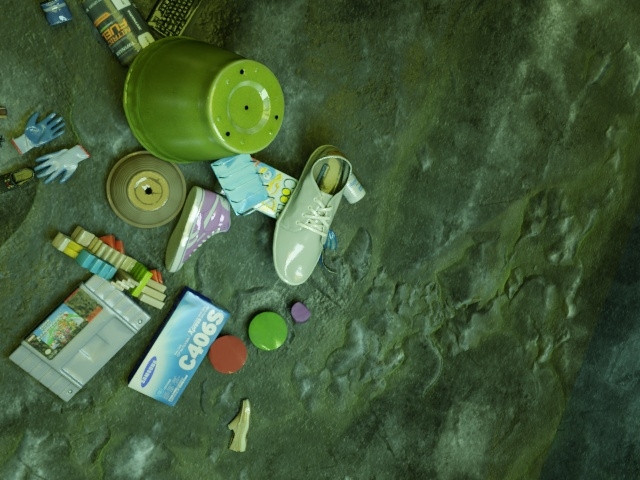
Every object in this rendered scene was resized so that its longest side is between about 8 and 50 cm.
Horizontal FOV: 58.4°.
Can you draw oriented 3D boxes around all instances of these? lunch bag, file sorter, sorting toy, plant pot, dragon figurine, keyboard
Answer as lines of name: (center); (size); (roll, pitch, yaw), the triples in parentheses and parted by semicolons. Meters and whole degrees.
lunch bag: (-0.727, -0.636, 1.569); (0.067, 0.098, 0.065); (-26, 124, -17)
file sorter: (-0.222, -0.172, 1.667); (0.118, 0.104, 0.171); (-30, 106, -15)
sorting toy: (-0.198, 0.327, 1.911); (0.365, 0.126, 0.127); (-29, 74, -18)
plant pot: (-0.292, -0.375, 1.571); (0.366, 0.352, 0.367); (-14, 112, -40)
dragon figurine: (0.000, 0.000, 1.908); (0.085, 0.144, 0.290); (-19, 104, -16)
plant pot: (-0.517, -0.150, 1.714); (0.237, 0.109, 0.238); (-4, 100, -20)
keyboard: (-0.424, -0.766, 1.695); (0.201, 0.033, 0.317); (30, 86, -21)

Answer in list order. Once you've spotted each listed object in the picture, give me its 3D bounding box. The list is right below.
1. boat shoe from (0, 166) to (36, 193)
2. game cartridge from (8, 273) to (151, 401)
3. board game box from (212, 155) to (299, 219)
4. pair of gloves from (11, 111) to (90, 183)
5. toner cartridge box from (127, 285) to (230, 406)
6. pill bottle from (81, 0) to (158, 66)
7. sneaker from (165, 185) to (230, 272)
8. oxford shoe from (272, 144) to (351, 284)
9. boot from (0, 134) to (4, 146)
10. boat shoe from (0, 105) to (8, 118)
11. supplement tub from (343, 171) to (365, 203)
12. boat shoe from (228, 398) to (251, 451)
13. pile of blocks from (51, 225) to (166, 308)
boat shoe: (-0.871, -0.169, 1.616); (0.132, 0.042, 0.049); (-28, 109, -13)
game cartridge: (-0.724, 0.286, 1.732); (0.355, 0.068, 0.230); (-46, 114, -8)
board game box: (-0.179, -0.161, 1.818); (0.275, 0.144, 0.142); (25, 89, -22)
pair of gloves: (-0.771, -0.266, 1.631); (0.159, 0.023, 0.198); (-43, 110, -26)
toner cartridge box: (-0.451, 0.337, 1.830); (0.165, 0.075, 0.348); (32, 87, -21)
pill bottle: (-0.548, -0.588, 1.623); (0.130, 0.130, 0.246); (-36, 108, -12)
sneaker: (-0.372, -0.014, 1.796); (0.161, 0.102, 0.282); (21, 99, -36)
oxford shoe: (-0.025, -0.078, 1.742); (0.169, 0.130, 0.450); (21, 90, -26)
boot: (-0.943, -0.263, 1.572); (0.121, 0.045, 0.099); (18, 94, -29)
boat shoe: (-0.957, -0.362, 1.536); (0.206, 0.073, 0.073); (-2, 101, -20)
supplement tub: (0.098, -0.188, 1.955); (0.071, 0.071, 0.107); (-42, 109, -10)
boat shoe: (-0.279, 0.631, 1.948); (0.072, 0.068, 0.190); (7, 96, -9)
pile of blocks: (-0.600, 0.063, 1.694); (0.362, 0.149, 0.113); (35, 86, -21)
